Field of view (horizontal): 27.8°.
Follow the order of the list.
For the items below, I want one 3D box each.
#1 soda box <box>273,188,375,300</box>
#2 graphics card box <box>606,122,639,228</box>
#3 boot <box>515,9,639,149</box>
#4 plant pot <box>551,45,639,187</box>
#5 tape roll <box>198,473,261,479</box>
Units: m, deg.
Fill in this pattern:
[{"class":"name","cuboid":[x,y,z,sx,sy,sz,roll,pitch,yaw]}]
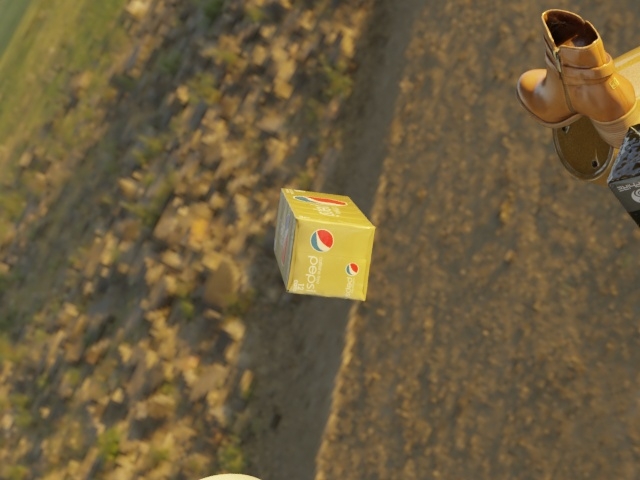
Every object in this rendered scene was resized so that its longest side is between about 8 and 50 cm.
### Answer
[{"class":"soda box","cuboid":[0.000,0.000,1.028,0.181,0.061,0.058,-118,35,-79]},{"class":"graphics card box","cuboid":[0.467,0.020,1.219,0.233,0.371,0.094,-16,36,47]},{"class":"boot","cuboid":[0.266,-0.190,1.411,0.073,0.152,0.197,-46,39,-12]},{"class":"plant pot","cuboid":[0.424,-0.149,1.599,0.237,0.254,0.237,30,126,55]},{"class":"tape roll","cuboid":[-0.137,0.478,1.563,0.072,0.392,0.392,17,79,40]}]
